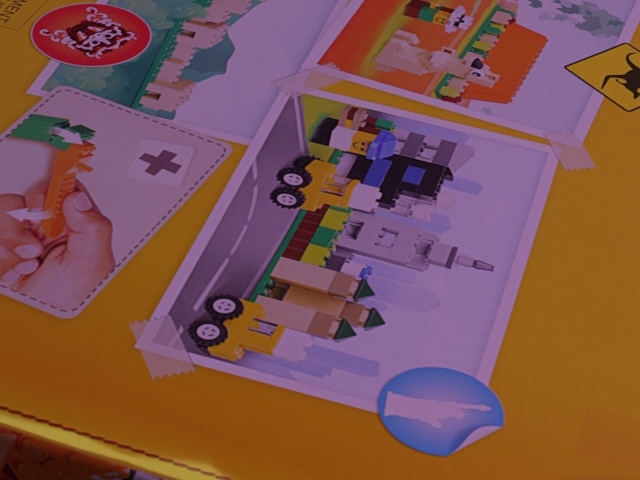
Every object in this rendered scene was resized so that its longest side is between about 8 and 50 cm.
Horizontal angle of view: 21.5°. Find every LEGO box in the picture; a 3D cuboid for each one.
[{"bbox_3d":[0.000,0.000,0.754,0.372,0.193,0.500,16,40,12],"label":"LEGO box"}]
